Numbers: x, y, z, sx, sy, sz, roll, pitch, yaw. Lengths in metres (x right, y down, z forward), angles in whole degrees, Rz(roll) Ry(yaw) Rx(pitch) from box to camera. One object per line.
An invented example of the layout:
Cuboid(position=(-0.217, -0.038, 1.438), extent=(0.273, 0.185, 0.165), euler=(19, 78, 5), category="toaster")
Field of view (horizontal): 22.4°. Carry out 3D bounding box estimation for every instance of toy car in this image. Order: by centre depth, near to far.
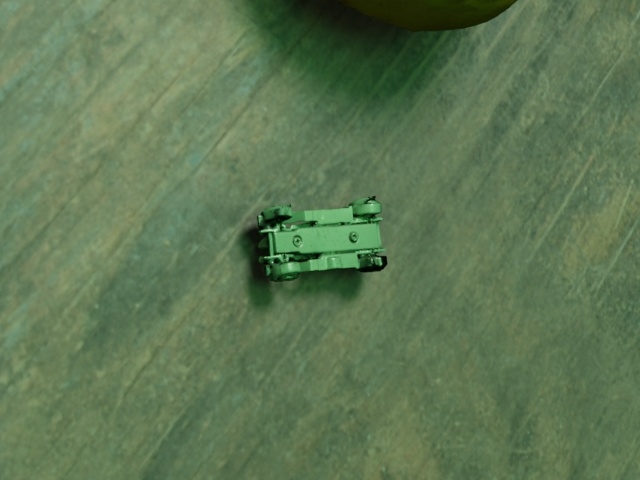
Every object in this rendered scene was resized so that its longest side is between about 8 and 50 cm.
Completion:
Cuboid(position=(0.000, 0.000, 1.533), extent=(0.143, 0.054, 0.073), euler=(-6, 88, -36), category="toy car")

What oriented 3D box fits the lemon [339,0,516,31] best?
Cuboid(position=(0.095, -0.330, 1.538), extent=(0.284, 0.260, 0.260), euler=(42, 59, -40), category="lemon")
